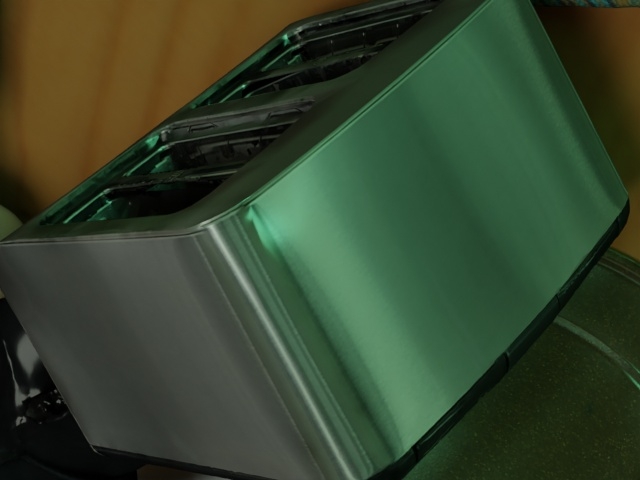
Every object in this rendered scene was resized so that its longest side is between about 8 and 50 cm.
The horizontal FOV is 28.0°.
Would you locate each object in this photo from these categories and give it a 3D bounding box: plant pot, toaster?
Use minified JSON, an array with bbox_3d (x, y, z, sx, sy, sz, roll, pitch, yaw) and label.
[{"bbox_3d":[0.059,0.106,0.487,0.167,0.165,0.167,21,129,29],"label":"plant pot"},{"bbox_3d":[0.000,0.000,0.446,0.186,0.168,0.110,-2,124,51],"label":"toaster"}]

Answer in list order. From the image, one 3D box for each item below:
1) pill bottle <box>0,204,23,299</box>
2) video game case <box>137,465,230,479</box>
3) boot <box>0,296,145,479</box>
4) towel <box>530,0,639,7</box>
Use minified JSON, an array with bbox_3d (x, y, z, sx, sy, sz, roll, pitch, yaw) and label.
[{"bbox_3d":[-0.239,0.019,0.725,0.221,0.124,0.124,23,129,30],"label":"pill bottle"},{"bbox_3d":[-0.036,0.259,0.766,0.329,0.036,0.300,-13,107,46],"label":"video game case"},{"bbox_3d":[-0.080,0.105,0.616,0.207,0.094,0.246,-23,120,13],"label":"boot"},{"bbox_3d":[0.147,-0.185,0.311,0.370,0.040,0.271,7,120,39],"label":"towel"}]
